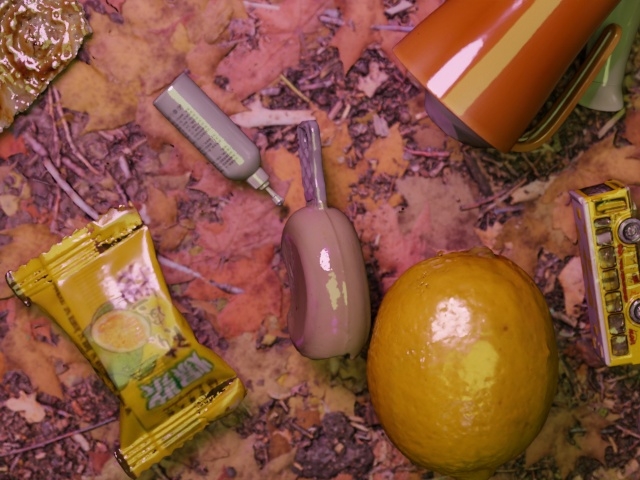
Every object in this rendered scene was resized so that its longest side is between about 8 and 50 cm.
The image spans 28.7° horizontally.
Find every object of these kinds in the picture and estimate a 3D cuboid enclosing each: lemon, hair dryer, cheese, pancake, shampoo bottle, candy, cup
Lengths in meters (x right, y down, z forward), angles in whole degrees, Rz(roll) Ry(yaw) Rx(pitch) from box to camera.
[{"bbox_3d":[0.166,0.143,1.476,0.236,0.236,0.263,22,81,-8],"label":"lemon"},{"bbox_3d":[0.273,-0.276,1.513,0.237,0.075,0.206,11,104,1],"label":"hair dryer"},{"bbox_3d":[0.000,0.000,1.485,0.082,0.163,0.286,-6,92,-18],"label":"cheese"},{"bbox_3d":[-0.364,-0.261,1.452,0.197,0.054,0.376,6,100,-7],"label":"pancake"},{"bbox_3d":[-0.114,-0.113,1.498,0.056,0.056,0.195,-44,101,3],"label":"shampoo bottle"},{"bbox_3d":[-0.230,0.121,1.511,0.187,0.081,0.297,-32,100,-1],"label":"candy"},{"bbox_3d":[0.234,-0.225,1.439,0.226,0.182,0.264,33,106,-34],"label":"cup"}]

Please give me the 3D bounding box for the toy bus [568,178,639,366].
[{"bbox_3d":[0.365,0.040,1.558,0.074,0.081,0.226,-10,103,1],"label":"toy bus"}]
